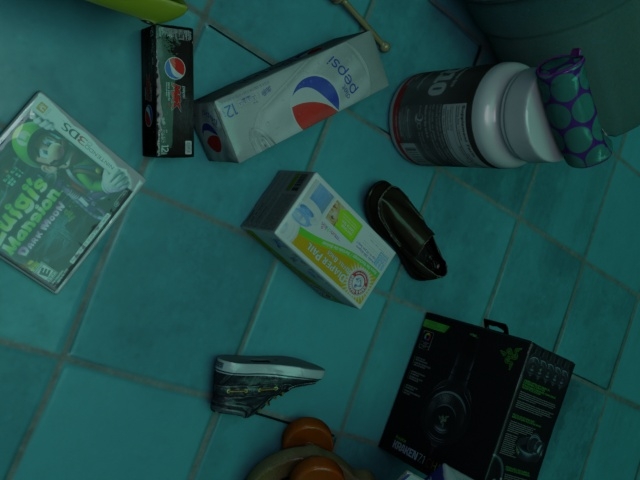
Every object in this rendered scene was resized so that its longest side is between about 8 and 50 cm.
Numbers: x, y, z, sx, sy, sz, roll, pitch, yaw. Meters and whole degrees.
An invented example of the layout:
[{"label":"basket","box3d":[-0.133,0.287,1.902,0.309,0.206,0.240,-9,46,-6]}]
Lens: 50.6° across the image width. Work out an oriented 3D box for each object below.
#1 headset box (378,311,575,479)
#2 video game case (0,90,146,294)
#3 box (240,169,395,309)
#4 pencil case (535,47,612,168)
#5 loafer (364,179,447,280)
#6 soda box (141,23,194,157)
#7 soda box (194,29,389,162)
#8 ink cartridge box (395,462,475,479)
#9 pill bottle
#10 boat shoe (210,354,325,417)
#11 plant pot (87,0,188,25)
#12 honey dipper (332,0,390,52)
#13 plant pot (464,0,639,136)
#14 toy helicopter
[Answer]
[{"label":"headset box","box3d":[0.266,0.277,1.164,0.131,0.246,0.283,26,83,-33]},{"label":"video game case","box3d":[-0.339,-0.057,0.841,0.173,0.022,0.190,43,73,-30]},{"label":"box","box3d":[0.000,0.000,1.032,0.203,0.103,0.114,42,73,-31]},{"label":"pencil case","box3d":[0.347,-0.177,0.922,0.070,0.064,0.151,-33,115,-10]},{"label":"loafer","box3d":[0.157,-0.016,1.152,0.080,0.078,0.220,-51,121,-18]},{"label":"soda box","box3d":[-0.202,-0.194,0.894,0.053,0.060,0.169,-3,99,-33]},{"label":"soda box","box3d":[-0.041,-0.211,0.979,0.286,0.098,0.091,-32,113,-28]},{"label":"ink cartridge box","box3d":[0.128,0.471,1.009,0.330,0.071,0.324,35,111,-24]},{"label":"pill bottle","box3d":[0.255,-0.195,1.070,0.161,0.283,0.161,-5,99,-34]},{"label":"boat shoe","box3d":[-0.081,0.223,1.036,0.183,0.065,0.083,9,94,-29]},{"label":"plant pot","box3d":[-0.232,-0.378,0.736,0.227,0.228,0.207,10,119,-36]},{"label":"honey dipper","box3d":[0.059,-0.353,1.072,0.161,0.030,0.030,39,74,-35]},{"label":"plant pot","box3d":[0.443,-0.371,1.168,0.341,0.341,0.334,-49,127,-19]},{"label":"toy helicopter","box3d":[0.021,0.469,1.083,0.355,0.140,0.235,41,97,-19]}]
